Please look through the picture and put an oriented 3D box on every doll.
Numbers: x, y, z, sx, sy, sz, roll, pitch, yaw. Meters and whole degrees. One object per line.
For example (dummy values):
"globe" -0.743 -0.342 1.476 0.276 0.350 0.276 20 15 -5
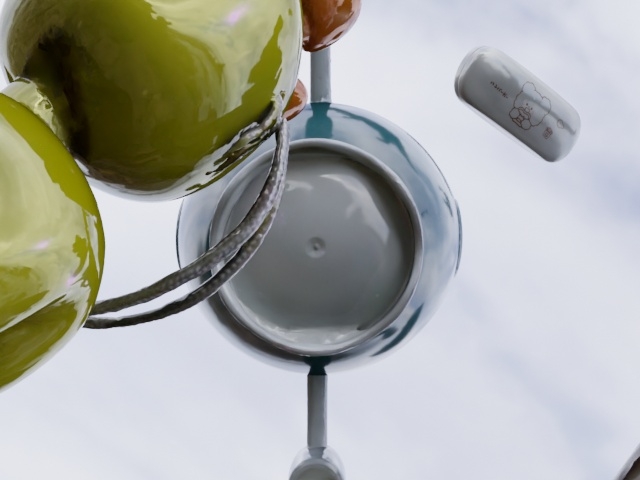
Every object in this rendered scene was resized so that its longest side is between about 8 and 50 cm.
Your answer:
"doll" -0.064 -0.052 0.535 0.135 0.221 0.143 44 -29 23

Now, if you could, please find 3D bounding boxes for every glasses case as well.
"glasses case" 0.230 -0.157 1.761 0.193 0.074 0.049 32 -4 -36

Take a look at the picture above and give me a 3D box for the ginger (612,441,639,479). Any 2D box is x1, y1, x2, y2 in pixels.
"ginger" 0.257 0.041 0.687 0.080 0.166 0.333 42 -60 -11

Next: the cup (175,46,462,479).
"cup" 0.000 0.000 0.835 0.167 0.300 0.173 0 2 0
